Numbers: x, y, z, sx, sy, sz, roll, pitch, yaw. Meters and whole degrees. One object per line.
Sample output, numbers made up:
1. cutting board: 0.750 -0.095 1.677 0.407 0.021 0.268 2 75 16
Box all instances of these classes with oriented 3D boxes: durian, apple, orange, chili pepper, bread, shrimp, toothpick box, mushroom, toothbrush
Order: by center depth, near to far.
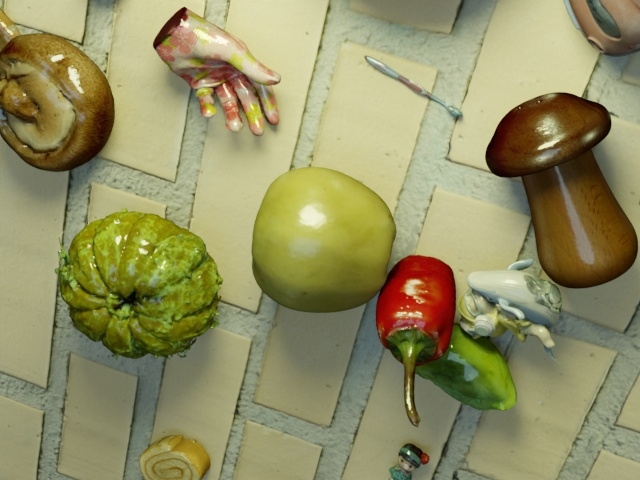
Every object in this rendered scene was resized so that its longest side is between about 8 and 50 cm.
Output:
1. toothpick box: 0.380 -0.082 1.085 0.192 0.192 0.295 -20 109 21
2. chili pepper: 0.152 0.130 1.133 0.134 0.338 0.131 29 116 1
3. toothbrush: 0.156 -0.261 1.170 0.193 0.019 0.013 33 114 4
4. apple: 0.000 0.000 1.187 0.262 0.262 0.263 5 110 14
5. durian: 0.245 0.225 1.268 0.250 0.101 0.139 31 114 3
6. mushroom: -0.492 -0.253 1.278 0.253 0.153 0.253 9 119 17
7. orange: -0.329 0.075 1.314 0.301 0.223 0.300 -1 119 13
8. shrimp: -0.658 -0.420 1.333 0.133 0.053 0.236 -31 103 43
9. bread: -0.327 0.492 1.536 0.149 0.073 0.122 -20 100 21

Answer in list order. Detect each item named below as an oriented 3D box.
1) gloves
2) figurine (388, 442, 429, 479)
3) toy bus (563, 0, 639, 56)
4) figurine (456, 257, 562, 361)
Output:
1. gloves: -0.163 -0.288 1.201 0.145 0.126 0.241 -42 123 19
2. figurine: 0.175 0.457 1.399 0.060 0.047 0.106 33 119 20
3. toy bus: 0.477 -0.374 0.924 0.294 0.232 0.197 -22 102 21
4. figurine: 0.332 0.120 1.193 0.208 0.128 0.183 38 140 -15
